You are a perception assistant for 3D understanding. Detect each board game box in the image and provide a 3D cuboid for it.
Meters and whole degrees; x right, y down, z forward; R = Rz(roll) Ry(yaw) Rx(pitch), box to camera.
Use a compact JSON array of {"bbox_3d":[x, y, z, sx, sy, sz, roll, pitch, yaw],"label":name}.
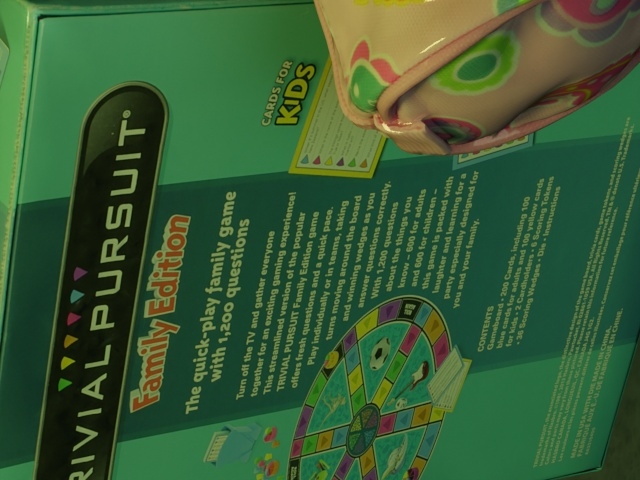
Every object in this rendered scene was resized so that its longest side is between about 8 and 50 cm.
[{"bbox_3d":[0.000,0.000,0.796,0.336,0.079,0.253,-7,121,-35],"label":"board game box"}]

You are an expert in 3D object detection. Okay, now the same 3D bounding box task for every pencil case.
[{"bbox_3d":[0.014,-0.169,0.670,0.124,0.124,0.284,-12,69,-37],"label":"pencil case"}]
